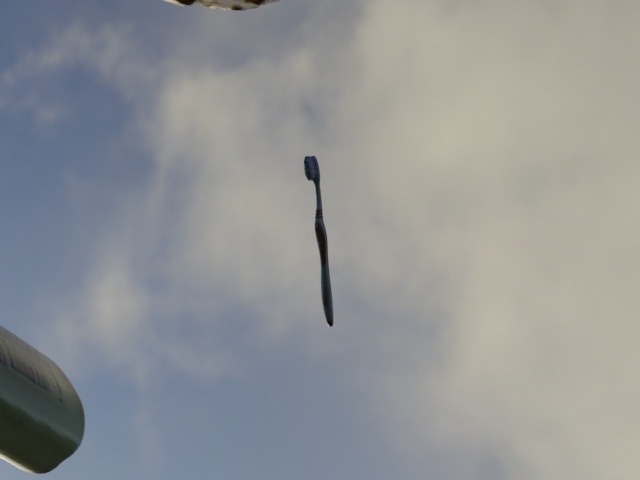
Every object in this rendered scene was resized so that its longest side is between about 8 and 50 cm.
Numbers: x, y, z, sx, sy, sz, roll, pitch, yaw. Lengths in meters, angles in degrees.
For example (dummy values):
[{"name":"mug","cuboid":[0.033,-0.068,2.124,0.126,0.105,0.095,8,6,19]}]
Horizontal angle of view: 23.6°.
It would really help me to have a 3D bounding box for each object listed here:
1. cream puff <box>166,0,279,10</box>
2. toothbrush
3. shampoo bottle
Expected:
[{"name":"cream puff","cuboid":[-0.056,-0.321,0.984,0.327,0.343,0.231,26,-2,-26]},{"name":"toothbrush","cuboid":[0.000,0.000,1.697,0.013,0.193,0.019,-13,-10,38]},{"name":"shampoo bottle","cuboid":[-0.302,0.057,1.099,0.078,0.134,0.359,-39,-35,2]}]
